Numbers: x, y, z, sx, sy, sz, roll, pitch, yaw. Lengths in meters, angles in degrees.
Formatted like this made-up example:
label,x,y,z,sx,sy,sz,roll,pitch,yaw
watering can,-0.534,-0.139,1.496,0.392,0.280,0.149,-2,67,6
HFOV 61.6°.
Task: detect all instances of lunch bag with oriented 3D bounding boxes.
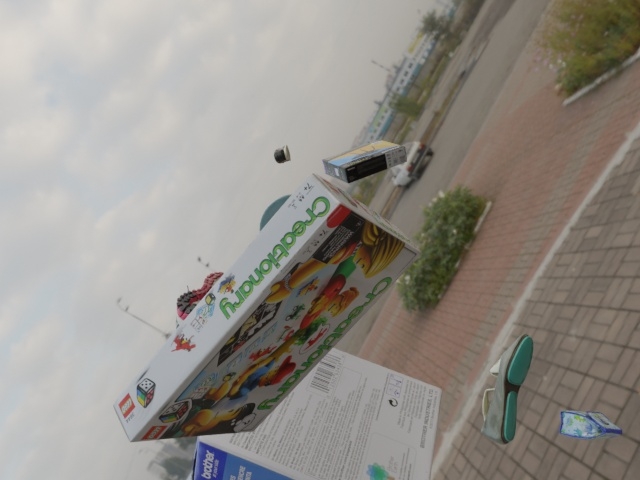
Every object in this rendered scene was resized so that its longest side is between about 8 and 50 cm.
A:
label,x,y,z,sx,sy,sz,roll,pitch,yaw
lunch bag,0.881,0.607,1.751,0.151,0.128,0.097,-3,74,52

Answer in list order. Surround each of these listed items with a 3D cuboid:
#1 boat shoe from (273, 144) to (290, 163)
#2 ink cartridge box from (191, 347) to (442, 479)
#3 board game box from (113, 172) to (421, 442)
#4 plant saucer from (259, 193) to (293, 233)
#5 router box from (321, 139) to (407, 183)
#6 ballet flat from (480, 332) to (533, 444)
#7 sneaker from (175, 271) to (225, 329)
label,x,y,z,sx,sy,sz,roll,pitch,yaw
boat shoe,-0.111,-0.252,1.575,0.133,0.041,0.049,-75,-30,-78
ink cartridge box,-0.025,0.303,0.862,0.270,0.395,0.151,-59,-12,-56
board game box,-0.045,0.087,0.564,0.305,0.053,0.193,-48,-32,12
plant saucer,0.000,0.000,0.839,0.037,0.194,0.195,-59,-2,-47
router box,0.112,-0.206,1.386,0.178,0.046,0.133,-22,26,-19
ballet flat,0.351,0.278,1.033,0.068,0.072,0.214,2,71,50
sneaker,-0.301,0.174,1.491,0.299,0.120,0.112,-31,-41,-58
